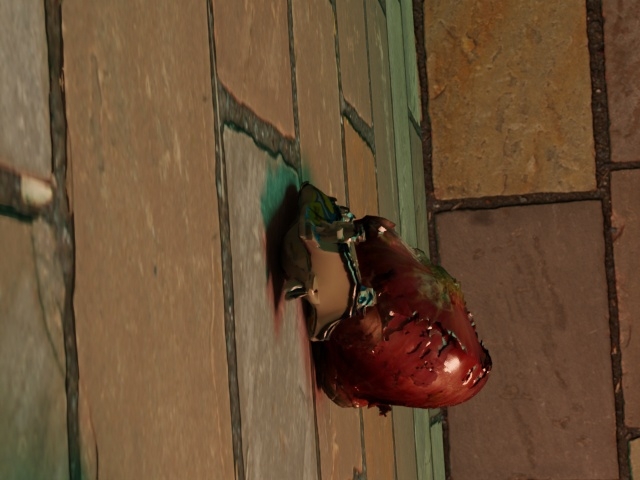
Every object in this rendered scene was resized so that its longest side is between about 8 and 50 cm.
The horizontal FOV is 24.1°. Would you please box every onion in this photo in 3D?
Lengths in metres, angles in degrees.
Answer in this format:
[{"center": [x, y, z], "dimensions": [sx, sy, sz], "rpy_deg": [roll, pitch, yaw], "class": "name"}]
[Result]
[{"center": [0.053, 0.075, 1.245], "dimensions": [0.184, 0.147, 0.184], "rpy_deg": [43, 2, -2], "class": "onion"}]

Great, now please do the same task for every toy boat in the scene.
[{"center": [0.000, 0.000, 1.132], "dimensions": [0.210, 0.066, 0.084], "rpy_deg": [-101, -178, -68], "class": "toy boat"}]
